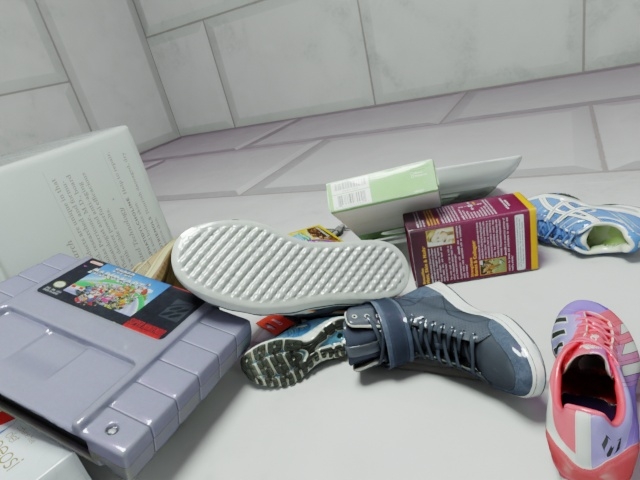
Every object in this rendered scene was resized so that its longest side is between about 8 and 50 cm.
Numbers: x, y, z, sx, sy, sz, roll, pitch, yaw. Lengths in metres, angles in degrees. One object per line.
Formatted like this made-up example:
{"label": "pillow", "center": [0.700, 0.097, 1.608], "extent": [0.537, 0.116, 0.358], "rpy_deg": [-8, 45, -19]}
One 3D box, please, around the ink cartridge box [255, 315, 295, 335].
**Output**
{"label": "ink cartridge box", "center": [-0.047, 0.104, 0.717], "extent": [0.115, 0.029, 0.063], "rpy_deg": [-30, 29, -34]}

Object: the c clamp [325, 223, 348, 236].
{"label": "c clamp", "center": [0.000, 0.000, 0.934], "extent": [0.137, 0.022, 0.160], "rpy_deg": [3, 28, 34]}

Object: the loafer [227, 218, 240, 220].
{"label": "loafer", "center": [-0.200, 0.000, 0.955], "extent": [0.268, 0.092, 0.102], "rpy_deg": [5, 30, 37]}

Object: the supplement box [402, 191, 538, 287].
{"label": "supplement box", "center": [0.234, -0.001, 0.703], "extent": [0.188, 0.104, 0.081], "rpy_deg": [-10, 23, 9]}

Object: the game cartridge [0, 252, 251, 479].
{"label": "game cartridge", "center": [-0.293, 0.121, 0.560], "extent": [0.355, 0.068, 0.230], "rpy_deg": [15, 36, 19]}

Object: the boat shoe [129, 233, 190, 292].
{"label": "boat shoe", "center": [-0.304, 0.088, 0.781], "extent": [0.110, 0.122, 0.341], "rpy_deg": [-7, 26, 14]}

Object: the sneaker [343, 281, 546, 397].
{"label": "sneaker", "center": [0.117, 0.121, 0.500], "extent": [0.163, 0.086, 0.226], "rpy_deg": [-10, 14, -15]}

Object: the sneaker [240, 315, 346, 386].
{"label": "sneaker", "center": [-0.028, 0.146, 0.600], "extent": [0.162, 0.063, 0.073], "rpy_deg": [-16, 5, -13]}

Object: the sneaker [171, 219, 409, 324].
{"label": "sneaker", "center": [-0.045, 0.055, 0.633], "extent": [0.321, 0.126, 0.127], "rpy_deg": [7, -22, -15]}

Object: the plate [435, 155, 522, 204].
{"label": "plate", "center": [0.234, -0.101, 0.892], "extent": [0.277, 0.045, 0.278], "rpy_deg": [-9, -3, 12]}

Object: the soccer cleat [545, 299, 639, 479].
{"label": "soccer cleat", "center": [0.264, 0.118, 0.430], "extent": [0.083, 0.095, 0.248], "rpy_deg": [2, 28, 32]}

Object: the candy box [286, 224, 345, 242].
{"label": "candy box", "center": [-0.008, 0.020, 0.824], "extent": [0.105, 0.027, 0.206], "rpy_deg": [-19, 24, -17]}

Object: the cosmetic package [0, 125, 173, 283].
{"label": "cosmetic package", "center": [-0.556, 0.003, 0.857], "extent": [0.329, 0.327, 0.394], "rpy_deg": [-6, 24, 18]}

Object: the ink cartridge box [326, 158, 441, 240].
{"label": "ink cartridge box", "center": [0.125, -0.059, 0.778], "extent": [0.171, 0.056, 0.235], "rpy_deg": [-12, -13, 15]}

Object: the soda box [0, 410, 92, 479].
{"label": "soda box", "center": [-0.348, 0.250, 0.510], "extent": [0.216, 0.069, 0.074], "rpy_deg": [8, 31, 39]}

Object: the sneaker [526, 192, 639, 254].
{"label": "sneaker", "center": [0.395, -0.025, 0.698], "extent": [0.211, 0.080, 0.081], "rpy_deg": [7, 28, 42]}
